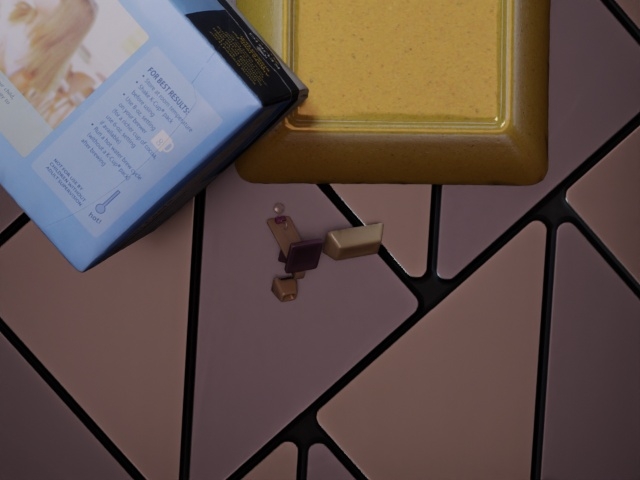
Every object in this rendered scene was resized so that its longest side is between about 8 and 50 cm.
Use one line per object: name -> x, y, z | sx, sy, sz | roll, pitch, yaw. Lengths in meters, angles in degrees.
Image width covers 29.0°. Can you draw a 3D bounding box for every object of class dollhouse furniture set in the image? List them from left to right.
dollhouse furniture set -> 0.000, 0.000, 1.305 | 0.114, 0.091, 0.081 | -10, 50, -22

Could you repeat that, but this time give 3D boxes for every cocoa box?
cocoa box -> -0.219, -0.185, 1.127 | 0.231, 0.228, 0.347 | -41, 92, 14

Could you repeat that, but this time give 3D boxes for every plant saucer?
plant saucer -> 0.077, -0.223, 1.263 | 0.333, 0.081, 0.333 | 0, 93, -1
